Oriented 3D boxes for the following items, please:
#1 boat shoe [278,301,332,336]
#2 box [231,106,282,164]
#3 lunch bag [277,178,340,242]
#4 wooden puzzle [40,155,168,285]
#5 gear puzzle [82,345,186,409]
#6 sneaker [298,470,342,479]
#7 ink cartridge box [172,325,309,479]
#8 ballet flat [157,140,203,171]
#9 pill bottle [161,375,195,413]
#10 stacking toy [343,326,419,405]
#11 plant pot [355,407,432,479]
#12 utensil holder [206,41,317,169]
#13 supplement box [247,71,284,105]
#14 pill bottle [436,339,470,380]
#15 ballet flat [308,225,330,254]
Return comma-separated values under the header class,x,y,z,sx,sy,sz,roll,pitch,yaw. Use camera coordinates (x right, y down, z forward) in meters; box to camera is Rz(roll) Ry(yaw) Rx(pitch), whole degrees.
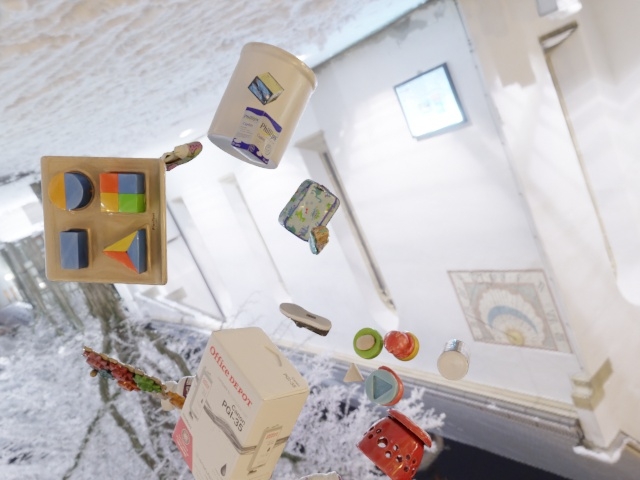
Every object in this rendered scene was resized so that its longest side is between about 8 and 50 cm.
class,x,y,z,sx,sy,sz,roll,pitch,yaw
boat shoe,-0.066,0.323,2.062,0.229,0.076,0.080,20,-153,5
box,-0.200,-0.330,1.625,0.072,0.137,0.126,19,175,26
lunch bag,-0.039,-0.109,1.944,0.219,0.176,0.090,-55,-146,-1
wooden puzzle,-0.551,-0.046,1.274,0.348,0.322,0.080,3,-172,9
gear puzzle,-0.506,0.406,1.425,0.175,0.339,0.044,102,12,-54
sneaker,-0.011,0.830,1.474,0.152,0.305,0.114,2,163,-7
ink cartridge box,-0.165,0.341,1.008,0.117,0.283,0.207,3,-153,-44
ballet flat,-0.558,-0.332,1.994,0.221,0.076,0.079,-19,158,30
pill bottle,-0.542,0.691,2.280,0.302,0.169,0.169,-1,-168,0
stacking toy,0.211,0.474,2.006,0.280,0.309,0.130,12,169,34
plant pot,0.229,0.626,1.571,0.174,0.191,0.191,-50,-162,-13
utensil holder,-0.235,-0.518,2.020,0.385,0.328,0.327,-67,-159,-7
supplement box,-0.183,-0.511,1.722,0.056,0.083,0.083,-39,-175,36
pill bottle,0.584,0.509,2.224,0.130,0.130,0.246,-20,177,19
ballet flat,0.000,0.000,1.697,0.067,0.073,0.206,-22,171,-9
